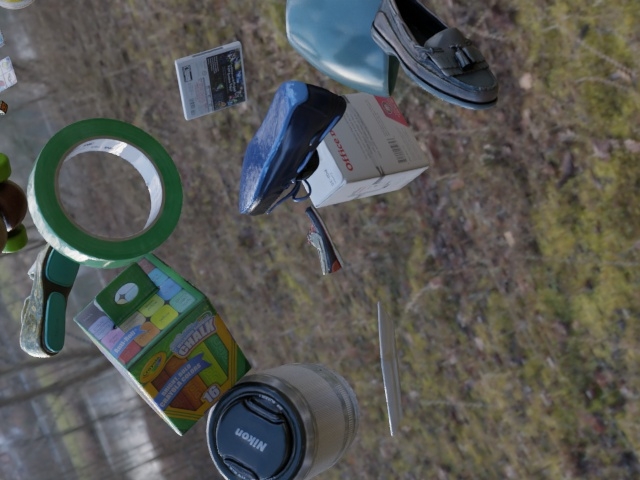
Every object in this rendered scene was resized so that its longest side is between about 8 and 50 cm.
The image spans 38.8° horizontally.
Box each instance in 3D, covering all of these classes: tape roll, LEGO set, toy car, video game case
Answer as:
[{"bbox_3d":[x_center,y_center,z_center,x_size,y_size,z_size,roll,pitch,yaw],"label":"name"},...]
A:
[{"bbox_3d":[-0.460,-0.102,1.954,0.077,0.321,0.321,-30,82,58],"label":"tape roll"},{"bbox_3d":[-0.715,-0.333,1.839,0.244,0.183,0.060,64,-175,27],"label":"LEGO set"},{"bbox_3d":[-0.505,-0.012,1.290,0.188,0.149,0.155,-97,5,-52],"label":"toy car"},{"bbox_3d":[-0.277,-0.407,2.321,0.190,0.173,0.022,88,157,-50],"label":"video game case"}]

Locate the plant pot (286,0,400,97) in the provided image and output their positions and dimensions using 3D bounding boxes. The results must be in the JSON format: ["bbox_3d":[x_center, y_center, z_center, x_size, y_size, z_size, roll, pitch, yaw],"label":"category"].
[{"bbox_3d":[0.047,-0.410,1.630,0.290,0.196,0.290,7,-90,-81],"label":"plant pot"}]

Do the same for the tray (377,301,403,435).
[{"bbox_3d":[0.141,0.259,1.812,0.270,0.030,0.145,79,-172,-45],"label":"tray"}]

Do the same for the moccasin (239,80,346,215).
[{"bbox_3d":[-0.052,-0.133,1.540,0.342,0.117,0.137,131,139,-58],"label":"moccasin"}]

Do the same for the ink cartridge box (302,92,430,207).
[{"bbox_3d":[0.070,-0.202,1.953,0.117,0.283,0.207,-39,73,43],"label":"ink cartridge box"}]

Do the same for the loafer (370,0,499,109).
[{"bbox_3d":[0.159,-0.280,1.298,0.267,0.096,0.084,48,141,40],"label":"loafer"}]

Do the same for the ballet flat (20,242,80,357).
[{"bbox_3d":[-0.686,0.122,2.278,0.123,0.123,0.348,124,152,-67],"label":"ballet flat"}]

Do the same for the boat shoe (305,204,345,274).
[{"bbox_3d":[0.000,0.000,1.606,0.049,0.043,0.137,-104,-11,-64],"label":"boat shoe"}]

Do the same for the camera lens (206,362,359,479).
[{"bbox_3d":[-0.067,0.348,1.712,0.219,0.219,0.274,64,-159,11],"label":"camera lens"}]

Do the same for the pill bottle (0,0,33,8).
[{"bbox_3d":[-0.638,-0.545,1.871,0.208,0.118,0.117,180,69,-77],"label":"pill bottle"}]

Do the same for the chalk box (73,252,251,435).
[{"bbox_3d":[-0.276,0.159,1.547,0.179,0.180,0.289,33,159,38],"label":"chalk box"}]
